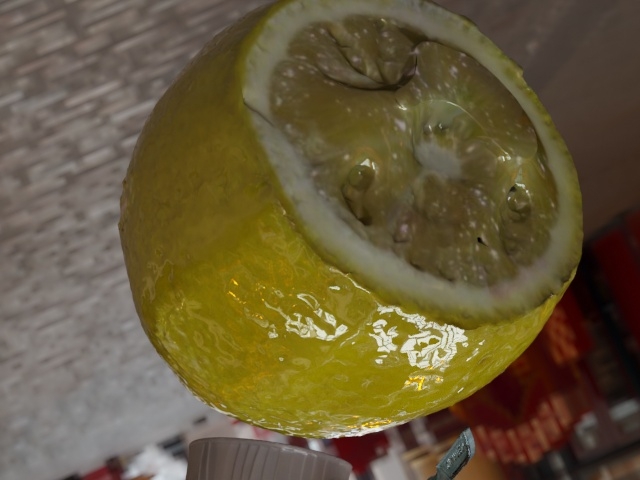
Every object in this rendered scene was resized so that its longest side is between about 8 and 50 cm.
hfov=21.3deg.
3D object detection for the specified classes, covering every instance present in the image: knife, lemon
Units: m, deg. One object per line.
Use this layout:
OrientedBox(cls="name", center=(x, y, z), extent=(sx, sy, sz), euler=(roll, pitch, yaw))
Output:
OrientedBox(cls="knife", center=(0.135, 0.250, 1.838), extent=(0.015, 0.028, 0.210), euler=(-26, 162, -23))
OrientedBox(cls="lemon", center=(0.000, 0.000, 1.348), extent=(0.364, 0.364, 0.364), euler=(-24, 173, -3))

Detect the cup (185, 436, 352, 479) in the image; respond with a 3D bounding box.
OrientedBox(cls="cup", center=(-0.053, 0.404, 2.223), extent=(0.288, 0.273, 0.208), euler=(5, 162, 13))
